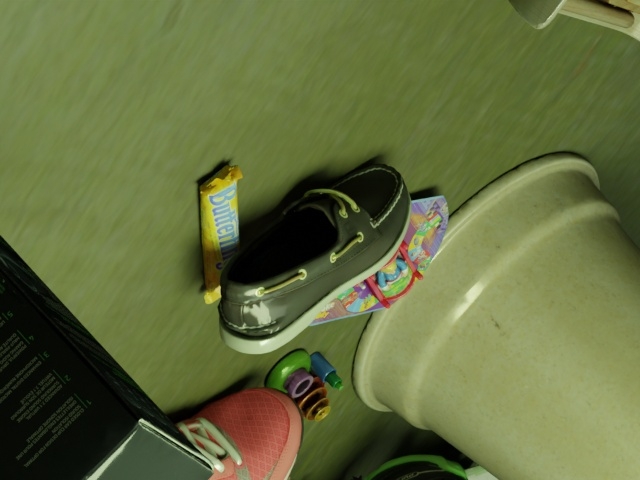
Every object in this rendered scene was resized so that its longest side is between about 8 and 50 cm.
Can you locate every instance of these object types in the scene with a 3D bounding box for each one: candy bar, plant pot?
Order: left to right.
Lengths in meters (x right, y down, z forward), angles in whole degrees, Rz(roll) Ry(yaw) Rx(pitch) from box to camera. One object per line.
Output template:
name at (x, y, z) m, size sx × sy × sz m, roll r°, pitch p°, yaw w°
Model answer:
candy bar at (-0.078, -0.005, 1.574) m, size 0.040 × 0.018 × 0.161 m, roll -35°, pitch 153°, yaw -23°
plant pot at (0.254, 0.138, 1.953) m, size 0.334 × 0.305 × 0.334 m, roll -35°, pitch 153°, yaw -21°

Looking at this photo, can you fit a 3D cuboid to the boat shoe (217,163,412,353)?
boat shoe at (0.000, 0.000, 1.615) m, size 0.228 × 0.081 × 0.068 m, roll -44°, pitch 144°, yaw -36°

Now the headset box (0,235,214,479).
headset box at (-0.242, 0.129, 1.216) m, size 0.246 × 0.283 × 0.131 m, roll -46°, pitch 154°, yaw -2°

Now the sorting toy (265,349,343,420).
sorting toy at (-0.010, 0.139, 1.860) m, size 0.061 × 0.042 × 0.102 m, roll -43°, pitch 154°, yaw -6°

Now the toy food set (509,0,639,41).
toy food set at (0.305, -0.256, 1.699) m, size 0.219 × 0.092 × 0.306 m, roll -55°, pitch 153°, yaw 18°

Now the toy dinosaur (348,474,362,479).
toy dinosaur at (0.030, 0.294, 2.124) m, size 0.047 × 0.090 × 0.082 m, roll -17°, pitch 110°, yaw -27°

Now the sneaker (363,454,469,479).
sneaker at (0.050, 0.440, 1.958) m, size 0.202 × 0.185 × 0.482 m, roll 148°, pitch -44°, yaw -75°

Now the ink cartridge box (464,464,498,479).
ink cartridge box at (0.168, 0.285, 2.255) m, size 0.171 × 0.056 × 0.235 m, roll -29°, pitch 167°, yaw 38°

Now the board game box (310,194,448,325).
board game box at (0.057, 0.028, 1.788) m, size 0.169 × 0.033 × 0.133 m, roll -10°, pitch 135°, yaw -41°

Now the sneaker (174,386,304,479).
sneaker at (-0.134, 0.210, 1.696) m, size 0.314 × 0.116 × 0.136 m, roll -34°, pitch 147°, yaw -26°
